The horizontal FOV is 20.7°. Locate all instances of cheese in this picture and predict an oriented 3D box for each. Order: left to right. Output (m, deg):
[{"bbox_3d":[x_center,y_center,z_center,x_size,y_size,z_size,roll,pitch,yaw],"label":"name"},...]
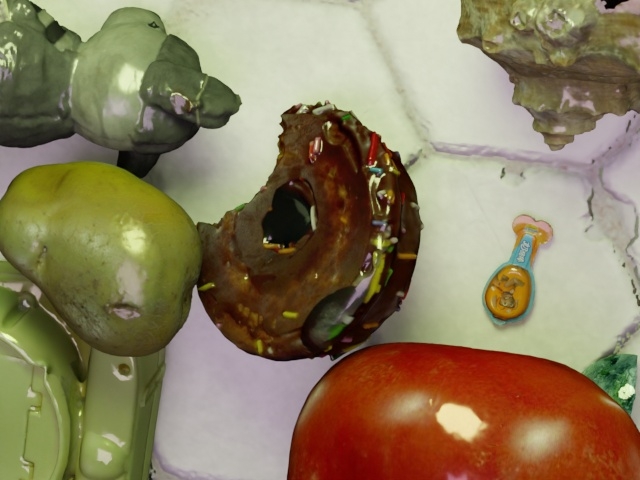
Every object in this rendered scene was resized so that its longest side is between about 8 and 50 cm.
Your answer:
[{"bbox_3d":[0.179,0.029,1.598,0.047,0.017,0.111,17,111,1],"label":"cheese"}]

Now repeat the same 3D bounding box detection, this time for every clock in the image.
[{"bbox_3d":[-0.333,0.159,1.685,0.349,0.117,0.286,12,110,7],"label":"clock"}]

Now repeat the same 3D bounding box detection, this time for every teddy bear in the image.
[{"bbox_3d":[-0.201,-0.137,1.559,0.251,0.144,0.171,11,146,-9],"label":"teddy bear"}]

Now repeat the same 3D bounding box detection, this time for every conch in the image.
[{"bbox_3d":[0.278,-0.213,1.388,0.297,0.210,0.352,11,130,-17],"label":"conch"}]

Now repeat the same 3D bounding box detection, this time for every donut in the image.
[{"bbox_3d":[-0.001,0.001,1.543,0.216,0.096,0.230,37,100,39],"label":"donut"}]

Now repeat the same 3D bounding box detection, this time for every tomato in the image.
[{"bbox_3d":[0.127,0.231,1.522,0.325,0.290,0.293,14,98,41],"label":"tomato"}]

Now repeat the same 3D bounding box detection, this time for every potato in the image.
[{"bbox_3d":[-0.196,0.010,1.531,0.194,0.157,0.157,25,112,7],"label":"potato"}]

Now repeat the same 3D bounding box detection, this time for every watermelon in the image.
[{"bbox_3d":[0.273,0.145,1.612,0.085,0.085,0.061,-30,142,19],"label":"watermelon"}]
